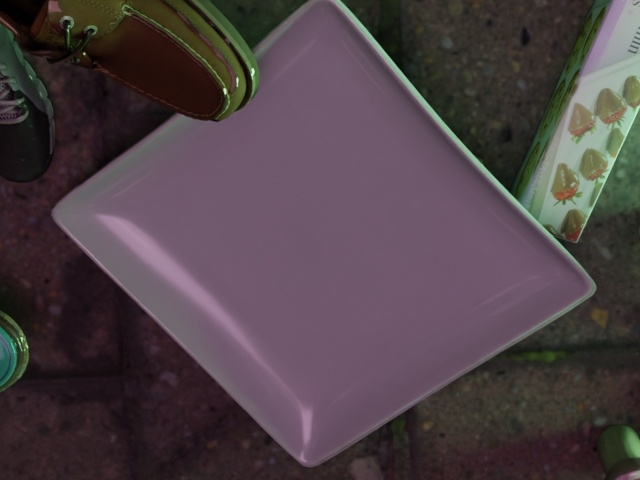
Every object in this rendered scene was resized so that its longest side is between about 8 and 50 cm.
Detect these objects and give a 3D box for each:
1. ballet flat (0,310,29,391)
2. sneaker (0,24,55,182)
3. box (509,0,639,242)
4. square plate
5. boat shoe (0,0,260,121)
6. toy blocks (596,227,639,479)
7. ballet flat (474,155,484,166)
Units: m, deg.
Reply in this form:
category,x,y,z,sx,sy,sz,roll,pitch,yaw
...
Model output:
category,x,y,z,sx,sy,sz,roll,pitch,yaw
ballet flat,-0.429,0.102,1.520,0.349,0.123,0.123,-10,110,-1
sneaker,-0.289,-0.138,1.422,0.086,0.132,0.228,-16,109,5
box,0.251,-0.156,1.463,0.063,0.067,0.324,20,109,-8
square plate,0.000,0.000,1.486,0.344,0.049,0.347,-35,108,29
boat shoe,-0.195,-0.179,1.348,0.307,0.104,0.110,34,135,0
toy blocks,0.417,0.145,1.472,0.309,0.260,0.288,6,109,-3
ballet flat,0.065,-0.080,1.502,0.168,0.057,0.052,21,79,-12
